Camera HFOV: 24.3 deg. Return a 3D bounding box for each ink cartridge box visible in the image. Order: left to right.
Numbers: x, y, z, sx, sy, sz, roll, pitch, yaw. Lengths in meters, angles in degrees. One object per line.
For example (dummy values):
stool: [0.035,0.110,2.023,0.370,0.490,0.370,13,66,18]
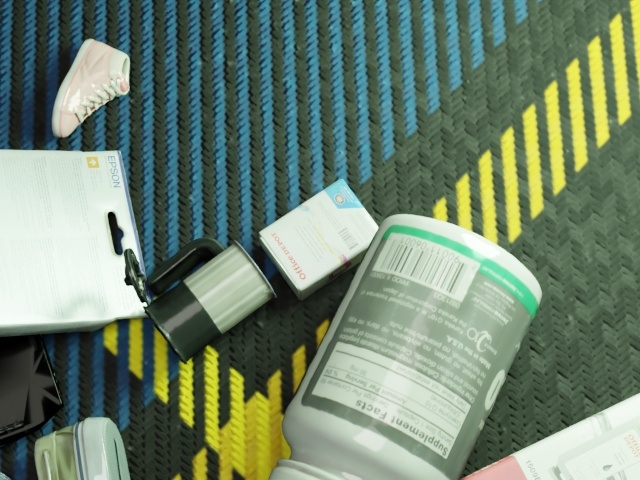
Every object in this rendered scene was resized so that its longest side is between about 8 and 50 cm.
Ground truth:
ink cartridge box: [-0.322,0.000,1.736,0.224,0.045,0.223,-1,69,-34]
ink cartridge box: [0.000,0.000,1.758,0.122,0.052,0.088,-33,76,-11]
ink cartridge box: [0.320,0.300,1.638,0.283,0.117,0.207,-25,75,-7]

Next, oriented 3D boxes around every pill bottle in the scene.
pill bottle: [0.083,0.170,1.630,0.204,0.204,0.361,26,75,7]

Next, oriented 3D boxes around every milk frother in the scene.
milk frother: [-0.145,0.045,1.696,0.135,0.143,0.129,-37,70,-8]

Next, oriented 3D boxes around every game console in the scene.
game console: [-0.450,0.084,1.734,0.213,0.044,0.361,-20,74,-7]

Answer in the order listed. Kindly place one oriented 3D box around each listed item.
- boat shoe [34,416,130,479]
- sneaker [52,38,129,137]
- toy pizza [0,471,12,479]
boat shoe: [-0.253,0.347,1.639,0.094,0.109,0.302,-16,65,11]
sneaker: [-0.276,-0.180,1.809,0.070,0.051,0.134,17,70,10]
toy pizza: [-0.387,0.328,1.616,0.201,0.032,0.201,27,38,-23]
